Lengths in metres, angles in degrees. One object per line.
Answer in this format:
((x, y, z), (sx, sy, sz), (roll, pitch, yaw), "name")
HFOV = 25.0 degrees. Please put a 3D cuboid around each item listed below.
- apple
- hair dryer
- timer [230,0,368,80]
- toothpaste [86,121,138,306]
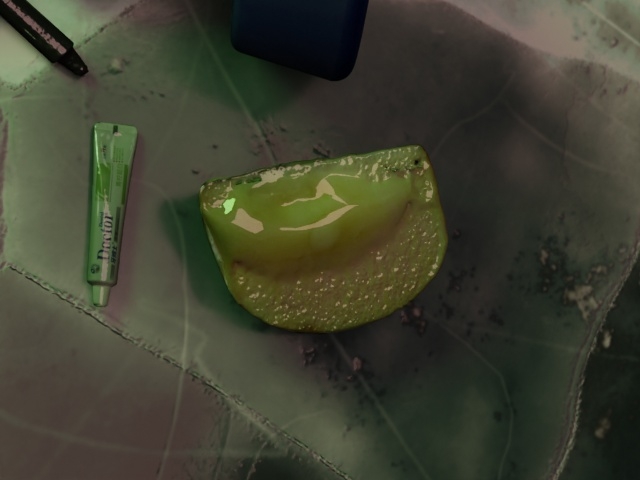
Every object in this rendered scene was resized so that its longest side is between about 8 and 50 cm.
((0.000, 0.000, 1.553), (0.264, 0.120, 0.193), (-12, 103, -16), "apple")
((-0.331, -0.251, 1.473), (0.070, 0.114, 0.248), (-47, 108, -7), "hair dryer")
((-0.132, -0.322, 1.486), (0.383, 0.270, 0.270), (8, 83, -3), "timer")
((-0.224, -0.028, 1.525), (0.048, 0.029, 0.197), (7, 81, -18), "toothpaste")
